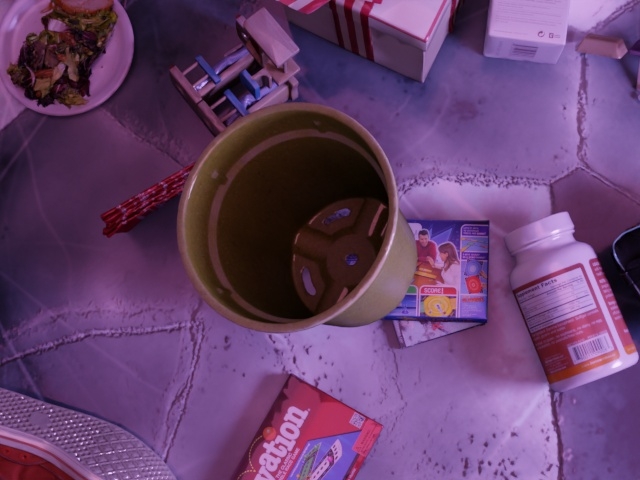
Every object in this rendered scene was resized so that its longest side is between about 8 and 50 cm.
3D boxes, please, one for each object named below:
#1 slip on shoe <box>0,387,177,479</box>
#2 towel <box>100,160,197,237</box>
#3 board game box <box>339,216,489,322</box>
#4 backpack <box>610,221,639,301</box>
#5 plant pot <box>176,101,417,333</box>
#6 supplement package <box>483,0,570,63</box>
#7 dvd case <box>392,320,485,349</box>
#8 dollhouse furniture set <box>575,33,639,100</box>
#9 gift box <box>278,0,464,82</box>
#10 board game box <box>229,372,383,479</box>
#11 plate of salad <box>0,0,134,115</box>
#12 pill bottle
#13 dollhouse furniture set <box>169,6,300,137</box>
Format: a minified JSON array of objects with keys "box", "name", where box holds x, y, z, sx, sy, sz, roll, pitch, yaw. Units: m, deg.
[{"box":[-0.341,0.293,1.726,0.331,0.123,0.101,21,116,1],"name":"slip on shoe"},{"box":[-0.159,-0.084,1.711,0.274,0.199,0.031,-30,93,0],"name":"towel"},{"box":[0.124,0.039,1.744,0.201,0.035,0.136,2,77,7],"name":"board game box"},{"box":[0.493,0.021,1.676,0.188,0.144,0.166,-34,79,22],"name":"backpack"},{"box":[0.000,0.000,1.618,0.276,0.254,0.276,-5,74,19],"name":"plant pot"},{"box":[0.284,-0.342,1.763,0.105,0.105,0.179,8,82,5],"name":"supplement package"},{"box":[0.153,0.088,1.760,0.119,0.013,0.087,-17,82,3],"name":"dvd case"},{"box":[0.415,-0.244,1.791,0.114,0.091,0.081,15,126,27],"name":"dollhouse furniture set"},{"box":[0.064,-0.373,1.705,0.276,0.258,0.255,21,84,5],"name":"gift box"},{"box":[-0.047,0.334,1.733,0.145,0.027,0.281,29,85,8],"name":"board game box"},{"box":[-0.361,-0.274,1.823,0.199,0.048,0.200,0,83,3],"name":"plate of salad"},{"box":[0.319,0.079,1.697,0.121,0.121,0.216,-20,81,1],"name":"pill bottle"},{"box":[-0.117,-0.230,1.727,0.129,0.184,0.129,-39,81,-9],"name":"dollhouse furniture set"}]
